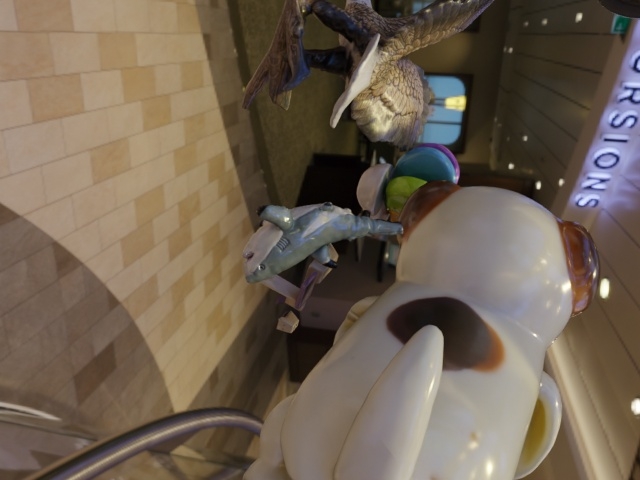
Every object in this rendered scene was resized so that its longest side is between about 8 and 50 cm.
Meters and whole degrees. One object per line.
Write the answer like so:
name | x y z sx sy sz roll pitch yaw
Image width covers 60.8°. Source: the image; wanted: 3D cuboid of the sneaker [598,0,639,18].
sneaker | 0.261 -0.300 0.362 0.178 0.123 0.296 -26 129 -54

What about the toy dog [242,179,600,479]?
toy dog | 0.116 0.116 0.573 0.408 0.284 0.396 -53 143 -31

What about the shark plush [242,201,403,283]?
shark plush | 0.000 0.000 0.555 0.073 0.161 0.067 143 -61 -70

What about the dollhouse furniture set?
dollhouse furniture set | -0.038 0.046 0.730 0.114 0.081 0.091 -45 158 -50

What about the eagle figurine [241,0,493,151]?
eagle figurine | 0.083 -0.230 0.649 0.226 0.298 0.226 9 -84 63

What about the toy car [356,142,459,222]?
toy car | 0.147 -0.071 0.785 0.136 0.159 0.182 -66 164 -8
